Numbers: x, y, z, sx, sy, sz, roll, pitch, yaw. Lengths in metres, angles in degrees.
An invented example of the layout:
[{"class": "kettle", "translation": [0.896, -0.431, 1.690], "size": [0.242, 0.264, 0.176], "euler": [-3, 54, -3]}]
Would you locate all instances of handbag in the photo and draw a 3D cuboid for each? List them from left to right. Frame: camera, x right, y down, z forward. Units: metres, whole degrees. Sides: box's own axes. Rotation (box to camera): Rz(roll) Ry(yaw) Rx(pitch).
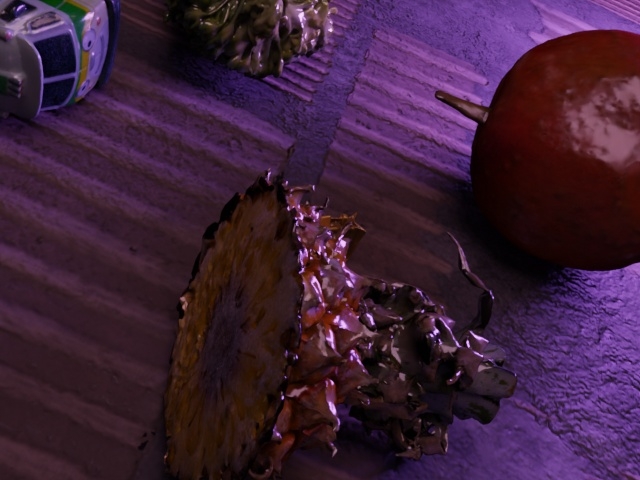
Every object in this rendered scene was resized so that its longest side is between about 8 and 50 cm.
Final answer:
[{"class": "handbag", "translation": [0.000, 0.000, 0.816], "size": [0.083, 0.061, 0.027], "euler": [-5, 55, -29]}]

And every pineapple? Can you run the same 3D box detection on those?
[{"class": "pineapple", "translation": [0.034, 0.101, 0.656], "size": [0.271, 0.262, 0.263], "euler": [17, 45, -28]}]

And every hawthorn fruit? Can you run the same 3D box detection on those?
[{"class": "hawthorn fruit", "translation": [0.292, -0.120, 0.918], "size": [0.330, 0.287, 0.287], "euler": [19, 46, 0]}]

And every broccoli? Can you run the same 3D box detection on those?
[{"class": "broccoli", "translation": [-0.066, -0.343, 0.960], "size": [0.247, 0.245, 0.288], "euler": [12, 52, -26]}]

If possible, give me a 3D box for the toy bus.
[{"class": "toy bus", "translation": [-0.371, -0.240, 0.812], "size": [0.276, 0.134, 0.165], "euler": [26, 45, 0]}]
